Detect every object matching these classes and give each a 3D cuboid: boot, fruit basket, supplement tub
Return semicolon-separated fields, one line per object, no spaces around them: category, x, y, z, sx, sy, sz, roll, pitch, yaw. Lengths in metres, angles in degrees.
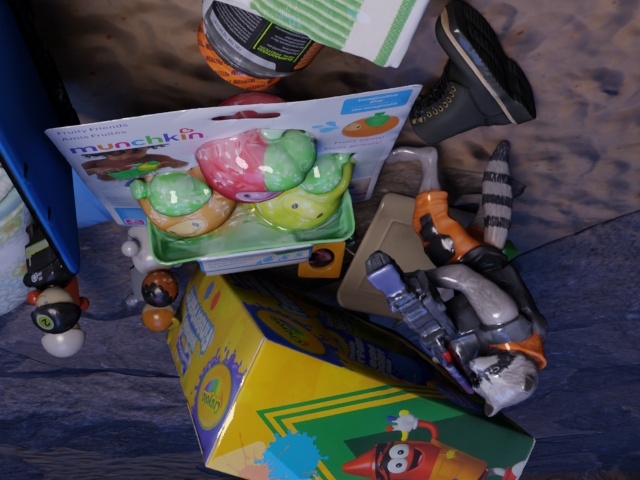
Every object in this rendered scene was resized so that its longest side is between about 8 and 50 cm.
boot;0.136;-0.164;0.819;0.137;0.077;0.198;-16;148;31
fruit basket;-0.080;-0.063;0.801;0.327;0.165;0.353;-8;173;-7
supplement tub;-0.028;-0.221;0.649;0.117;0.117;0.190;14;146;-28

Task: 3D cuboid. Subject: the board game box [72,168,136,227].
board game box;-0.284;-0.075;0.967;0.169;0.033;0.133;-16;150;4

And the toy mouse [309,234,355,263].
toy mouse;0.000;0.000;1.131;0.143;0.031;0.161;13;147;-25

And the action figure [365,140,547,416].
action figure;0.174;0.034;0.882;0.178;0.330;0.341;-21;151;17

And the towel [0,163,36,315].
towel;-0.541;0.066;0.968;0.374;0.090;0.320;-33;167;-30

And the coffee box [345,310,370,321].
coffee box;0.003;0.186;1.452;0.113;0.040;0.184;14;146;-28

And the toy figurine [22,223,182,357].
toy figurine;-0.293;0.063;1.033;0.209;0.148;0.213;-7;159;-19

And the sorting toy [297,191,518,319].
sorting toy;0.133;0.026;1.123;0.348;0.047;0.196;13;119;-19

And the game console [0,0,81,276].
game console;-0.316;-0.131;0.647;0.250;0.173;0.293;18;152;6

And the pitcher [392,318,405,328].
pitcher;0.234;0.089;1.241;0.207;0.125;0.178;9;136;1

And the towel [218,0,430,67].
towel;-0.054;-0.259;0.484;0.325;0.038;0.248;18;140;-8

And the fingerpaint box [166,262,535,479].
fingerpaint box;0.006;0.191;1.037;0.371;0.163;0.445;23;-177;-19
